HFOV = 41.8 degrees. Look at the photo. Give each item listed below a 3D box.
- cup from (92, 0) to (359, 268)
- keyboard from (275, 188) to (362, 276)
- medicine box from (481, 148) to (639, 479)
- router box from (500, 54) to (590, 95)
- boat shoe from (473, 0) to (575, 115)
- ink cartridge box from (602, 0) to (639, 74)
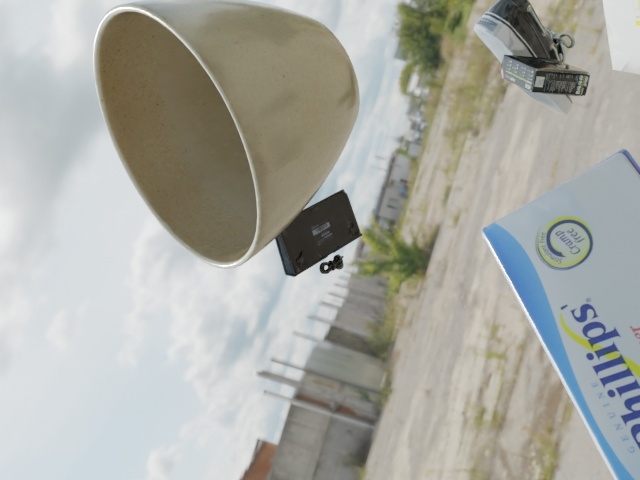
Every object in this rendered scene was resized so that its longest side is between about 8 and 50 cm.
[{"bbox_3d":[-0.091,-0.163,1.047,0.237,0.331,0.331,-30,-31,-32],"label":"cup"},{"bbox_3d":[0.000,0.000,1.227,0.180,0.023,0.108,-30,-77,-48],"label":"keyboard"},{"bbox_3d":[0.303,0.109,0.762,0.289,0.149,0.263,40,-157,-52],"label":"medicine box"},{"bbox_3d":[0.348,-0.259,1.311,0.122,0.092,0.038,-119,32,-64],"label":"router box"},{"bbox_3d":[0.374,-0.323,1.448,0.105,0.306,0.113,-52,42,5],"label":"boat shoe"},{"bbox_3d":[0.240,-0.167,0.525,0.092,0.090,0.143,-39,-53,-19],"label":"ink cartridge box"}]
